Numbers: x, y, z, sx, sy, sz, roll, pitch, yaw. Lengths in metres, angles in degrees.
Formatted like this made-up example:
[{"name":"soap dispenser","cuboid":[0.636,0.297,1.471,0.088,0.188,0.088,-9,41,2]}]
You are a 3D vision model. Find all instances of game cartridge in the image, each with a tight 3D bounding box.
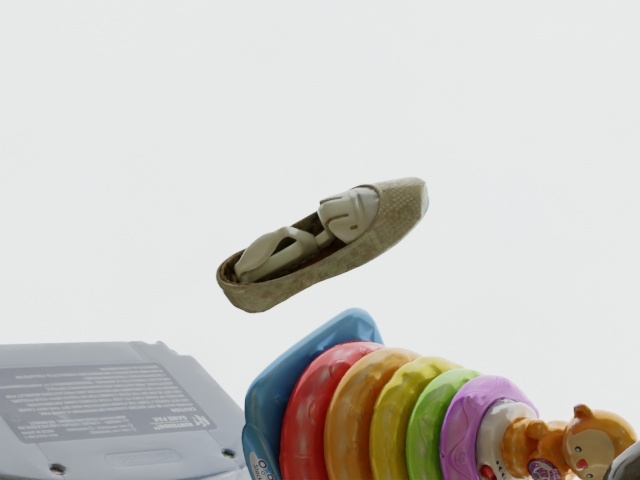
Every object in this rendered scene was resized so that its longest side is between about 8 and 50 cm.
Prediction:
[{"name":"game cartridge","cuboid":[-0.186,0.157,1.330,0.196,0.294,0.060,38,-65,40]}]

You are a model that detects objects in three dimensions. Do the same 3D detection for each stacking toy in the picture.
[{"name":"stacking toy","cuboid":[0.103,0.151,1.189,0.302,0.166,0.175,-4,-66,44]}]

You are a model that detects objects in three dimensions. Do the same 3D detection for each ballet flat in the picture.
[{"name":"ballet flat","cuboid":[0.000,0.000,1.158,0.168,0.052,0.057,-32,-130,12]}]

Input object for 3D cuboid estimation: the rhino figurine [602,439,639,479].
[{"name":"rhino figurine","cuboid":[0.248,0.175,0.920,0.106,0.243,0.073,-49,-55,0]}]
